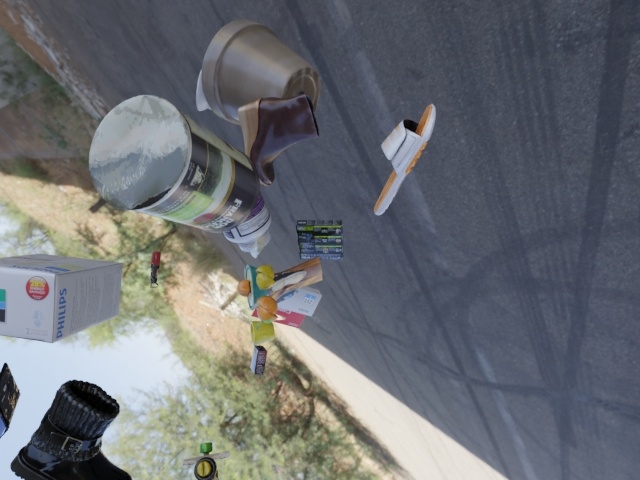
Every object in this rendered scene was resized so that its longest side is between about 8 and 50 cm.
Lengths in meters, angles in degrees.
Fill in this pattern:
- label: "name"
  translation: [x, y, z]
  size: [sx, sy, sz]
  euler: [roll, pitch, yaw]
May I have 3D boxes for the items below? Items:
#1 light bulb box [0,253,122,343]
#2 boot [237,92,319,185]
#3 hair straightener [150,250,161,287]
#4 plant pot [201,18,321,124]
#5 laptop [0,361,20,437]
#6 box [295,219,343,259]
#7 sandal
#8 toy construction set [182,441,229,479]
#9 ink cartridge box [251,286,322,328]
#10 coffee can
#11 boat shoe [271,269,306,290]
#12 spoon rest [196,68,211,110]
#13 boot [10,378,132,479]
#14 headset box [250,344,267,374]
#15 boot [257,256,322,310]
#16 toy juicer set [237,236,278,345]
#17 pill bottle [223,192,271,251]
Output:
- label: "light bulb box"
  translation: [-0.959, 0.182, 1.418]
  size: [0.358, 0.225, 0.361]
  euler: [6, -177, 5]
- label: "boot"
  translation: [-0.105, -0.271, 1.127]
  size: [0.207, 0.090, 0.248]
  euler: [-3, 122, 16]
- label: "hair straightener"
  translation: [-0.779, 0.152, 1.930]
  size: [0.230, 0.047, 0.089]
  euler: [-119, 40, -47]
- label: "plant pot"
  translation: [-0.160, -0.496, 1.294]
  size: [0.280, 0.323, 0.323]
  euler: [30, 154, 27]
- label: "laptop"
  translation: [-1.302, 0.673, 1.622]
  size: [0.234, 0.137, 0.264]
  euler: [31, 132, 59]
- label: "box"
  translation: [0.000, 0.000, 1.689]
  size: [0.191, 0.045, 0.184]
  euler: [0, 126, 7]
- label: "sandal"
  translation: [0.159, -0.176, 0.884]
  size: [0.076, 0.102, 0.265]
  euler: [25, 116, -4]
- label: "toy construction set"
  translation: [-0.340, 0.700, 1.131]
  size: [0.257, 0.309, 0.237]
  euler: [51, -158, -66]
- label: "ink cartridge box"
  translation: [-0.178, 0.345, 2.153]
  size: [0.296, 0.261, 0.066]
  euler: [20, -164, -25]
- label: "coffee can"
  translation: [-0.270, -0.133, 0.811]
  size: [0.201, 0.201, 0.275]
  euler: [41, -174, 17]
- label: "boat shoe"
  translation: [-0.101, 0.112, 1.228]
  size: [0.038, 0.125, 0.046]
  euler: [45, 145, 34]
- label: "spoon rest"
  translation: [-0.408, -0.515, 1.457]
  size: [0.084, 0.137, 0.276]
  euler: [8, -177, -3]
- label: "boot"
  translation: [-0.621, 0.570, 1.131]
  size: [0.348, 0.260, 0.131]
  euler: [38, 174, -21]
- label: "headset box"
  translation: [-0.194, 0.373, 1.291]
  size: [0.032, 0.083, 0.062]
  euler: [8, 180, -21]
- label: "boot"
  translation: [-0.128, 0.181, 1.596]
  size: [0.096, 0.280, 0.264]
  euler: [56, 159, 37]
- label: "toy juicer set"
  translation: [-0.191, 0.114, 1.166]
  size: [0.209, 0.089, 0.329]
  euler: [110, 151, -52]
- label: "pill bottle"
  translation: [-0.285, -0.120, 1.415]
  size: [0.181, 0.181, 0.323]
  euler: [26, 146, 44]
